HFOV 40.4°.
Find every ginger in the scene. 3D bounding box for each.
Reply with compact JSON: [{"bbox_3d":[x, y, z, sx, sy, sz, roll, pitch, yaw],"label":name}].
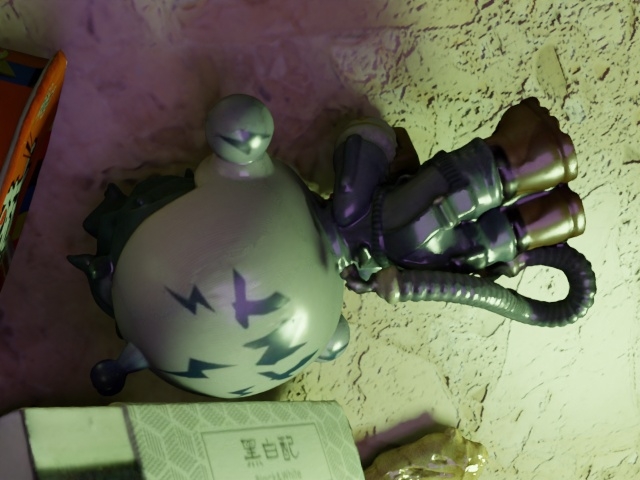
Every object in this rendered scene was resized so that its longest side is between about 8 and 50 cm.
[{"bbox_3d":[0.040,0.271,0.887,0.288,0.075,0.089,-27,125,-8],"label":"ginger"}]

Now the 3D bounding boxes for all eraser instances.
[{"bbox_3d":[-0.096,0.178,0.649,0.098,0.096,0.404,-26,160,21],"label":"eraser"}]

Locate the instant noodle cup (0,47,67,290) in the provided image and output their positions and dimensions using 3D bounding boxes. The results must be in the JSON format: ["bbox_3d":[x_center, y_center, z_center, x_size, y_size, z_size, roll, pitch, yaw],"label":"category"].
[{"bbox_3d":[-0.290,-0.031,0.544,0.192,0.250,0.250,18,109,-15],"label":"instant noodle cup"}]

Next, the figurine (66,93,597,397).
[{"bbox_3d":[-0.001,-0.004,0.674,0.381,0.186,0.261,-21,114,-2],"label":"figurine"}]
